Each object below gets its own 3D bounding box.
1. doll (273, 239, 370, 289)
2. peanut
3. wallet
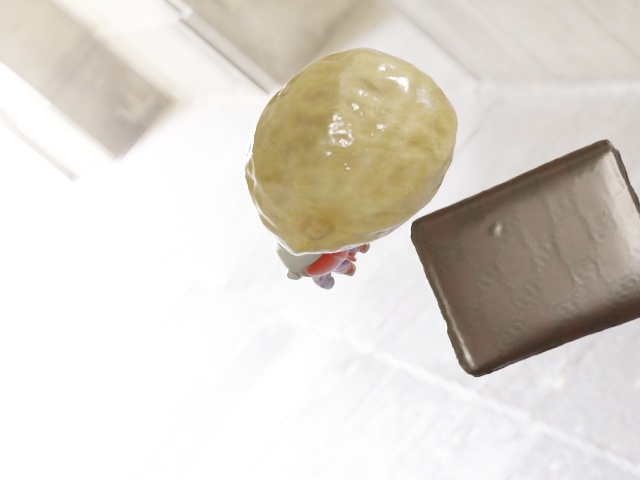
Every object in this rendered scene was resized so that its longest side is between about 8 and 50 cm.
[{"bbox_3d":[0.000,0.000,1.874,0.102,0.075,0.227,-62,-24,3],"label":"doll"},{"bbox_3d":[0.019,-0.060,1.239,0.159,0.140,0.109,-56,17,10],"label":"peanut"},{"bbox_3d":[0.219,0.021,1.743,0.229,0.182,0.049,-22,4,6],"label":"wallet"}]
